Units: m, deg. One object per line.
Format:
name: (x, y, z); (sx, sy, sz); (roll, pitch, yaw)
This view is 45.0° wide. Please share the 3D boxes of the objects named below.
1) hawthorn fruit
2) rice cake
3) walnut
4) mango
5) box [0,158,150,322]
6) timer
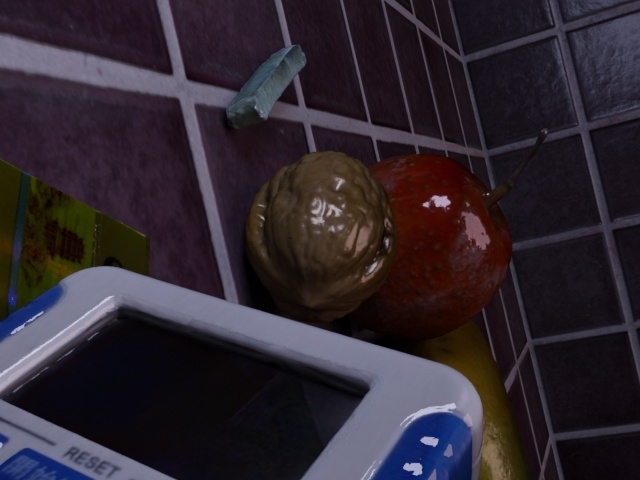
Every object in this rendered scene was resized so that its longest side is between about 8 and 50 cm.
hawthorn fruit: (0.122, 0.009, 0.953); (0.231, 0.263, 0.235); (-9, 91, -25)
rice cake: (-0.059, -0.173, 0.867); (0.034, 0.043, 0.211); (62, 25, -22)
walnut: (0.000, 0.000, 0.776); (0.184, 0.155, 0.155); (-85, 153, -49)
mango: (0.179, 0.245, 1.024); (0.365, 0.182, 0.253); (-82, 150, -42)
box: (-0.174, 0.026, 0.476); (0.193, 0.030, 0.121); (36, 45, -58)
timer: (-0.069, 0.102, 0.351); (0.178, 0.253, 0.078); (-40, 135, -47)
